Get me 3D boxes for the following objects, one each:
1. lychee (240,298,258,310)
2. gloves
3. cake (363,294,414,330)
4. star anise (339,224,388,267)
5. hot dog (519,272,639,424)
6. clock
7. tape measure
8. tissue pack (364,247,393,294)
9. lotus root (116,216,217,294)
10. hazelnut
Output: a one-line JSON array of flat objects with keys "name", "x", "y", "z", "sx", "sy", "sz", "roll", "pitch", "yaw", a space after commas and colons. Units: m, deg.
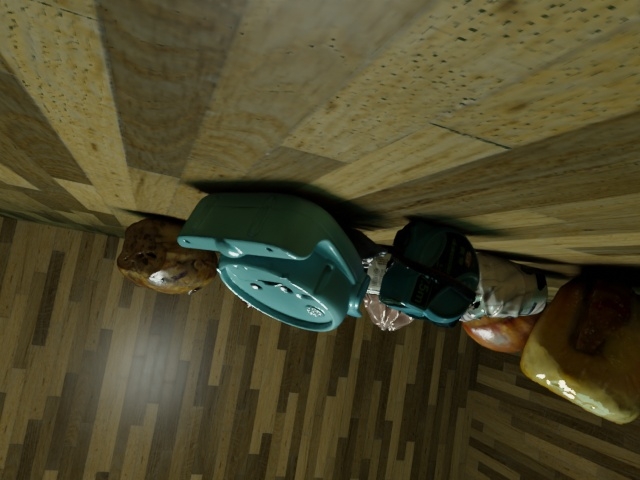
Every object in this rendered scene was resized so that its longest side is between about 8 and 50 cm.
[{"name": "lychee", "x": -0.136, "y": 0.074, "z": 1.131, "sx": 0.188, "sy": 0.188, "sz": 0.188, "roll": 9, "pitch": 174, "yaw": 1}, {"name": "gloves", "x": 0.263, "y": 0.073, "z": 0.821, "sx": 0.212, "sy": 0.128, "sz": 0.111, "roll": 6, "pitch": 165, "yaw": -2}, {"name": "cake", "x": 0.183, "y": 0.124, "z": 1.124, "sx": 0.185, "sy": 0.178, "sz": 0.207, "roll": 3, "pitch": 174, "yaw": 42}, {"name": "star anise", "x": 0.000, "y": 0.000, "z": 0.758, "sx": 0.182, "sy": 0.065, "sz": 0.195, "roll": 16, "pitch": 180, "yaw": -15}, {"name": "hot dog", "x": 0.498, "y": 0.171, "z": 0.850, "sx": 0.185, "sy": 0.223, "sz": 0.405, "roll": 29, "pitch": -174, "yaw": 30}, {"name": "clock", "x": -0.045, "y": 0.046, "z": 0.675, "sx": 0.223, "sy": 0.094, "sz": 0.274, "roll": 4, "pitch": 145, "yaw": 39}, {"name": "tape measure", "x": 0.149, "y": 0.043, "z": 0.634, "sx": 0.146, "sy": 0.125, "sz": 0.081, "roll": 27, "pitch": 163, "yaw": -29}, {"name": "tissue pack", "x": 0.166, "y": 0.070, "z": 0.970, "sx": 0.170, "sy": 0.103, "sz": 0.090, "roll": 8, "pitch": 178, "yaw": 11}, {"name": "lotus root", "x": -0.350, "y": 0.044, "z": 1.179, "sx": 0.193, "sy": 0.193, "sz": 0.291, "roll": 8, "pitch": 174, "yaw": 17}, {"name": "hazelnut", "x": 0.387, "y": 0.137, "z": 0.992, "sx": 0.182, "sy": 0.182, "sz": 0.182, "roll": 9, "pitch": 174, "yaw": 1}]
